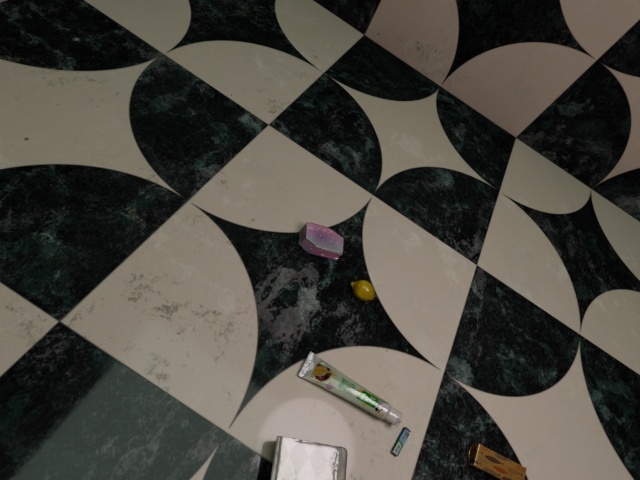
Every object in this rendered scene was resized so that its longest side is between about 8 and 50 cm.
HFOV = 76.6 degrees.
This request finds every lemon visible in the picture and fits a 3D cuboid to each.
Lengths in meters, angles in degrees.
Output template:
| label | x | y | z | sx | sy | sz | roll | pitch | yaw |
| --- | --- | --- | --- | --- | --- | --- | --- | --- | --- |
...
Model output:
| label | x | y | z | sx | sy | sz | roll | pitch | yaw |
| --- | --- | --- | --- | --- | --- | --- | --- | --- | --- |
| lemon | 0.139 | 0.163 | 1.334 | 0.092 | 0.065 | 0.065 | 32 | 53 | 5 |

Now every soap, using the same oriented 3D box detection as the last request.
| label | x | y | z | sx | sy | sz | roll | pitch | yaw |
| --- | --- | --- | --- | --- | --- | --- | --- | --- | --- |
| soap | 0.000 | 0.000 | 1.380 | 0.149 | 0.056 | 0.100 | 16 | 53 | -14 |

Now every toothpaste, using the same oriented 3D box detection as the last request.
| label | x | y | z | sx | sy | sz | roll | pitch | yaw |
| --- | --- | --- | --- | --- | --- | --- | --- | --- | --- |
| toothpaste | 0.228 | 0.569 | 1.148 | 0.020 | 0.017 | 0.083 | 42 | 53 | 5 |
| toothpaste | 0.089 | 0.430 | 1.159 | 0.315 | 0.055 | 0.058 | 30 | 13 | 1 |

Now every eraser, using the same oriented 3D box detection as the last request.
| label | x | y | z | sx | sy | sz | roll | pitch | yaw |
| --- | --- | --- | --- | --- | --- | --- | --- | --- | --- |
| eraser | -0.039 | 0.679 | 0.925 | 0.213 | 0.082 | 0.396 | 16 | 55 | -12 |

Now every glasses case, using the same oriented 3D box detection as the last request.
| label | x | y | z | sx | sy | sz | roll | pitch | yaw |
| --- | --- | --- | --- | --- | --- | --- | --- | --- | --- |
| glasses case | 0.521 | 0.667 | 1.198 | 0.170 | 0.041 | 0.064 | 28 | 65 | -5 |
